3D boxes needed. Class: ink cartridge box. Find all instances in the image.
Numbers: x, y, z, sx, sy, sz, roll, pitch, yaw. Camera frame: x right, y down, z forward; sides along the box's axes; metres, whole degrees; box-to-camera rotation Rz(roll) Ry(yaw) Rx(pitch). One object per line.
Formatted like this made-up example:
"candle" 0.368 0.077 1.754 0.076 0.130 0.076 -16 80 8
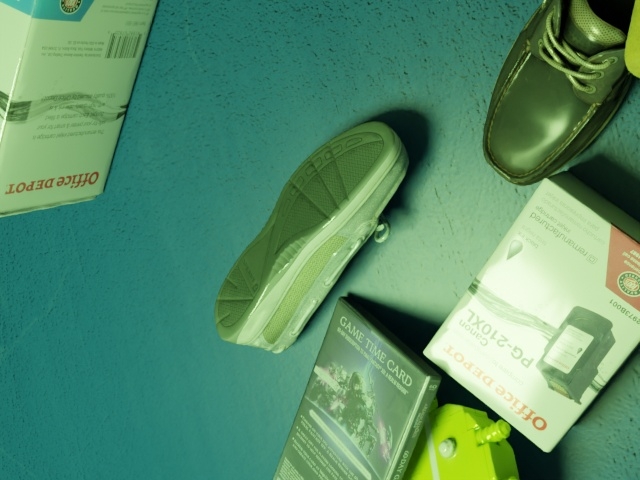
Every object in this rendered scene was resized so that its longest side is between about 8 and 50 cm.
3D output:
"ink cartridge box" -0.333 -0.203 1.290 0.129 0.223 0.308 26 109 20
"ink cartridge box" 0.247 0.074 1.129 0.172 0.100 0.237 38 112 16

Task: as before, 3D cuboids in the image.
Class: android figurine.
"android figurine" 0.114 0.283 1.192 0.273 0.056 0.248 -35 49 39

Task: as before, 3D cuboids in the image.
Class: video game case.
"video game case" 0.031 0.228 1.236 0.196 0.026 0.274 40 114 53

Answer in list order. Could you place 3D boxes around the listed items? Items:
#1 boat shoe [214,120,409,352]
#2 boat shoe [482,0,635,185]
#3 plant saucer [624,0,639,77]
"boat shoe" 0.000 0.002 1.243 0.320 0.103 0.118 -53 36 19
"boat shoe" 0.260 -0.211 1.057 0.132 0.130 0.355 36 111 17
"plant saucer" 0.459 -0.278 0.914 0.332 0.081 0.333 9 103 1
